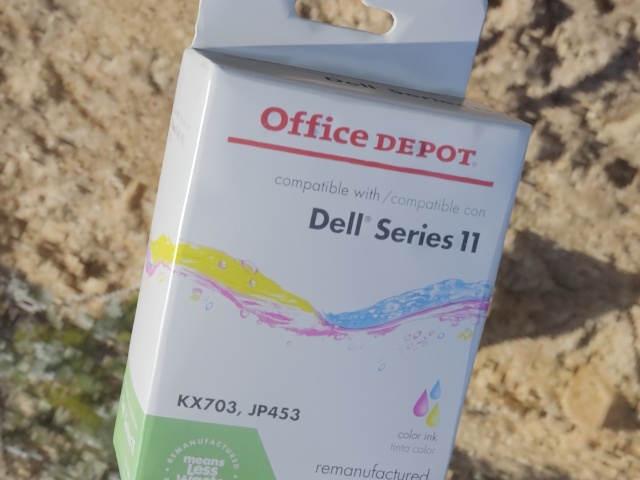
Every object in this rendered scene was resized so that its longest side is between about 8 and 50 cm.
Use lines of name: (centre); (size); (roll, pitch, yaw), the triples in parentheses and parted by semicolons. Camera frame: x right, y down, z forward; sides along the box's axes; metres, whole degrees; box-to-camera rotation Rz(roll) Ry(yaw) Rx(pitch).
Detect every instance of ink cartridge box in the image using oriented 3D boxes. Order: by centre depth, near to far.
ink cartridge box: (0.000, 0.000, 0.756); (0.207, 0.354, 0.119); (8, -167, -15)
